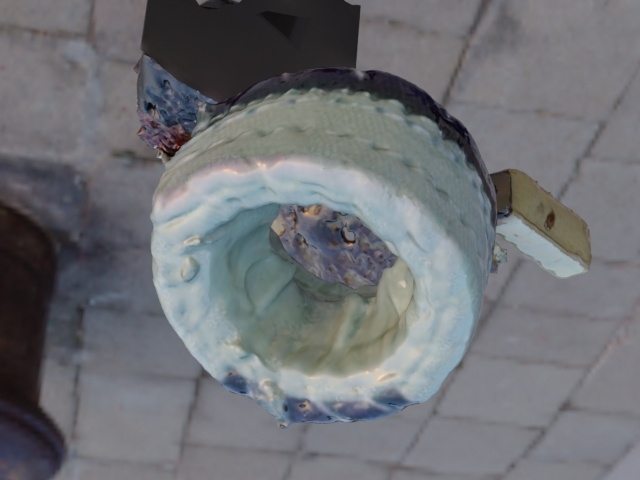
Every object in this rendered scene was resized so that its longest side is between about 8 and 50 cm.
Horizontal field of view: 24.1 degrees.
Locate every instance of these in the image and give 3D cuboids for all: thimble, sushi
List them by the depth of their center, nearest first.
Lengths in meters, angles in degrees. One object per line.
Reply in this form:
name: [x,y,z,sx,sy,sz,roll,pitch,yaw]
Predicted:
thimble: [0.000,0.000,1.019,0.237,0.150,0.237,7,122,11]
sushi: [-0.073,-0.118,1.249,0.172,0.153,0.150,9,157,-11]

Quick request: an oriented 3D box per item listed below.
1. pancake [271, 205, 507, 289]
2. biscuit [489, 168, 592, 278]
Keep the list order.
pancake: [0.056,-0.014,1.437,0.257,0.056,0.212,19,136,12]
biscuit: [0.208,-0.013,1.448,0.052,0.056,0.188,-17,153,30]
